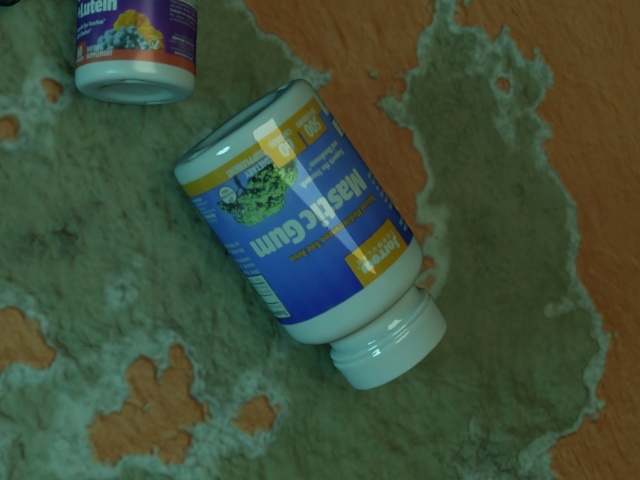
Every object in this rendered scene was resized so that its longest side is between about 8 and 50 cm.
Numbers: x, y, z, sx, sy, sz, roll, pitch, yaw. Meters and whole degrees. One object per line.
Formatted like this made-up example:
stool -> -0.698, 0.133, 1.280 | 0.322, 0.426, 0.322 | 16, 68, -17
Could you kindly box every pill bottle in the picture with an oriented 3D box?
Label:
pill bottle -> -0.164, -0.227, 1.173 | 0.108, 0.108, 0.193 | 5, 81, -29
pill bottle -> 0.000, 0.000, 1.211 | 0.152, 0.152, 0.272 | -42, 103, -27

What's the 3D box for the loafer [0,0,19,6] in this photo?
loafer -> -0.275, -0.318, 1.140 | 0.076, 0.078, 0.223 | 6, 81, -28
